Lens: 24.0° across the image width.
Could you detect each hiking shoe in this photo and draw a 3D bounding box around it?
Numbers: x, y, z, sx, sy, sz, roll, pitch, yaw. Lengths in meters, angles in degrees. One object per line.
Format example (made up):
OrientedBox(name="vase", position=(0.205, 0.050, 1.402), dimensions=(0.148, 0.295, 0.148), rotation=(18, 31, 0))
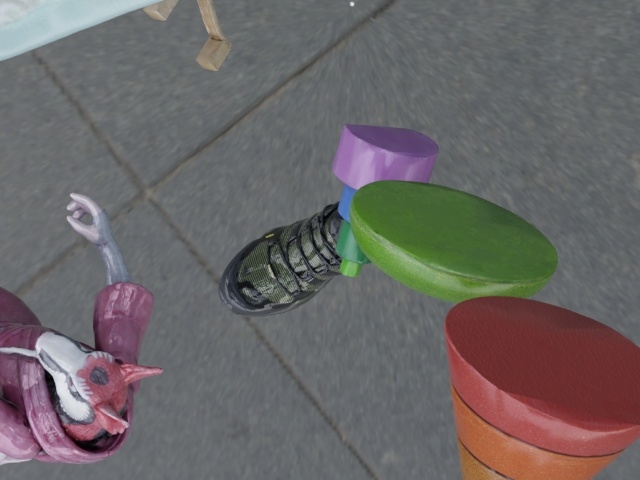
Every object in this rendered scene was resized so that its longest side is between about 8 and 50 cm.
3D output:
OrientedBox(name="hiking shoe", position=(0.000, 0.000, 1.489), dimensions=(0.227, 0.114, 0.086), rotation=(-26, 75, -10))

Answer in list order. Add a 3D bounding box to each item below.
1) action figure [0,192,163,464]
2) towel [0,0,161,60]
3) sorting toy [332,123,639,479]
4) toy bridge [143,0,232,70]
OrientedBox(name="action figure", position=(-0.251, 0.120, 1.168), dimensions=(0.248, 0.370, 0.275), rotation=(-22, 111, -37))
OrientedBox(name="towel", position=(-0.155, -0.318, 1.017), dimensions=(0.374, 0.090, 0.320), rotation=(-18, 107, 10))
OrientedBox(name="sorting toy", position=(0.072, 0.054, 0.887), dimensions=(0.127, 0.365, 0.126), rotation=(7, 115, -21))
OrientedBox(name="toy bridge", position=(-0.148, -0.246, 1.474), dimensions=(0.188, 0.026, 0.063), rotation=(43, 73, -41))
